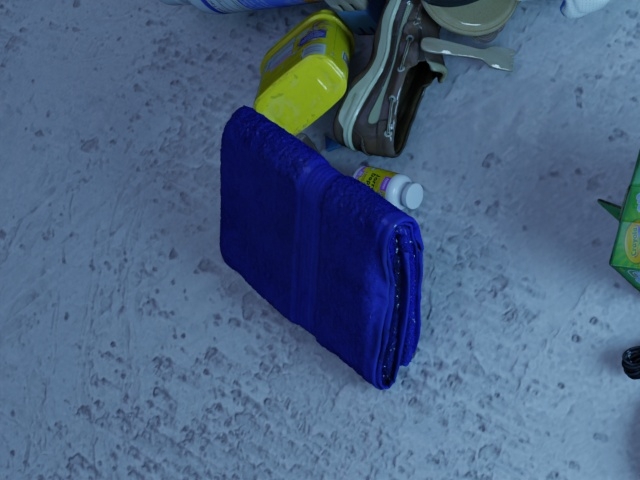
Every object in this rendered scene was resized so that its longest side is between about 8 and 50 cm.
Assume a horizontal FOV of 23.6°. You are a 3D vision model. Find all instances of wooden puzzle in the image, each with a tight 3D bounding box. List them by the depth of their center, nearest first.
[{"bbox_3d":[-0.029,-0.089,1.893,0.116,0.014,0.078,-51,49,6],"label":"wooden puzzle"}]

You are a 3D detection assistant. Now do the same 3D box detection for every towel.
[{"bbox_3d":[0.000,0.000,1.728,0.308,0.076,0.227,37,135,40],"label":"towel"}]

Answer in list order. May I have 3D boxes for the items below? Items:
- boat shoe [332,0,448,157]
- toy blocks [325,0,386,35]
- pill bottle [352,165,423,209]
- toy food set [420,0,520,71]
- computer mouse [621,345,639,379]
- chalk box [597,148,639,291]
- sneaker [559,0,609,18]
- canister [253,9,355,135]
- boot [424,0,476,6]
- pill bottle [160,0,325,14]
[{"bbox_3d":[0.113,-0.213,1.804,0.095,0.095,0.257,24,91,28],"label":"boat shoe"},{"bbox_3d":[0.070,-0.427,1.831,0.191,0.261,0.381,4,64,41],"label":"toy blocks"},{"bbox_3d":[0.078,-0.059,1.777,0.083,0.043,0.043,16,79,41],"label":"pill bottle"},{"bbox_3d":[0.173,-0.292,1.775,0.038,0.132,0.192,138,142,-74],"label":"toy food set"},{"bbox_3d":[0.346,0.172,1.464,0.106,0.042,0.193,-19,58,28],"label":"computer mouse"},{"bbox_3d":[0.368,-0.006,1.473,0.213,0.132,0.132,6,73,40],"label":"chalk box"},{"bbox_3d":[0.257,-0.393,1.726,0.236,0.130,0.323,-53,48,22],"label":"sneaker"},{"bbox_3d":[-0.020,-0.199,1.845,0.126,0.073,0.170,-38,17,19],"label":"canister"},{"bbox_3d":[0.177,-0.415,1.710,0.263,0.091,0.229,-53,36,39],"label":"boot"},{"bbox_3d":[-0.097,-0.373,1.988,0.272,0.152,0.152,0,70,38],"label":"pill bottle"}]
